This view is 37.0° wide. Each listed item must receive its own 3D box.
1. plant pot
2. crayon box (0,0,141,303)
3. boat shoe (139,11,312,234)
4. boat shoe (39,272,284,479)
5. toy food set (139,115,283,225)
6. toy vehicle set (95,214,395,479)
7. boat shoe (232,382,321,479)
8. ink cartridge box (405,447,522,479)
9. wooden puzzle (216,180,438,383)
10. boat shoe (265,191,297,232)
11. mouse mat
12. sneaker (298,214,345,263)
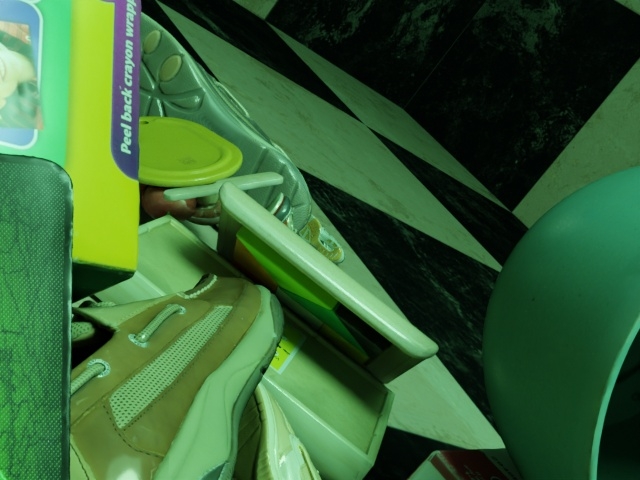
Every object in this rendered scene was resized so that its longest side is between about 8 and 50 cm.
[{"bbox_3d":[0.239,0.079,0.603,0.293,0.293,0.235,33,1,-19],"label":"plant pot"},{"bbox_3d":[-0.253,-0.165,0.504,0.313,0.106,0.363,14,65,-41],"label":"crayon box"},{"bbox_3d":[-0.151,-0.126,1.094,0.355,0.132,0.130,48,6,6],"label":"boat shoe"},{"bbox_3d":[-0.104,0.081,0.543,0.120,0.122,0.324,33,14,-6],"label":"boat shoe"},{"bbox_3d":[-0.145,-0.057,0.948,0.128,0.071,0.218,-15,32,-32],"label":"toy food set"},{"bbox_3d":[-0.060,0.083,0.792,0.267,0.035,0.166,38,14,3],"label":"toy vehicle set"},{"bbox_3d":[-0.028,0.160,0.603,0.059,0.063,0.170,31,25,-34],"label":"boat shoe"},{"bbox_3d":[0.173,0.252,0.672,0.197,0.114,0.273,46,16,32],"label":"ink cartridge box"},{"bbox_3d":[-0.010,0.054,0.870,0.221,0.044,0.239,38,-12,4],"label":"wooden puzzle"},{"bbox_3d":[-0.045,-0.010,0.951,0.043,0.049,0.137,41,-17,-1],"label":"boat shoe"},{"bbox_3d":[-0.176,0.046,0.382,0.152,0.007,0.190,4,70,-25],"label":"mouse mat"},{"bbox_3d":[0.000,0.000,1.218,0.083,0.032,0.037,50,5,25],"label":"sneaker"}]
